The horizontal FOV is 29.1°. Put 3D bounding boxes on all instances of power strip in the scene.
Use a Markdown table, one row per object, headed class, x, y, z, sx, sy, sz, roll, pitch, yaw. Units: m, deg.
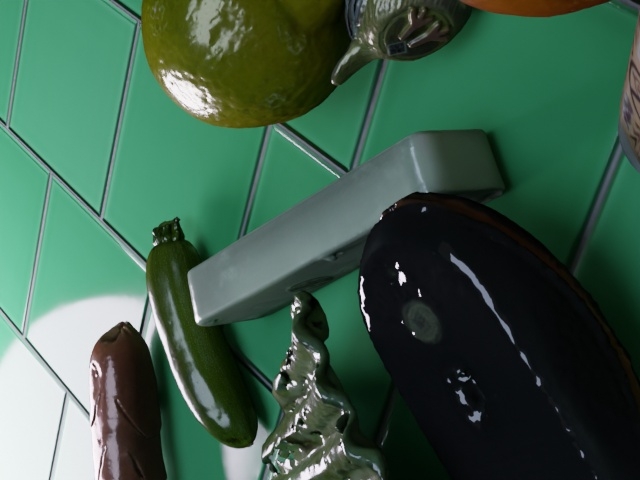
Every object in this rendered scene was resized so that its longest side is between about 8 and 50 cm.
| class | x | y | z | sx | sy | sz | roll | pitch | yaw |
| --- | --- | --- | --- | --- | --- | --- | --- | --- | --- |
| power strip | 0.000 | 0.000 | 1.087 | 0.385 | 0.091 | 0.062 | -29 | 72 | 48 |

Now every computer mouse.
| class | x | y | z | sx | sy | sz | roll | pitch | yaw |
| --- | --- | --- | --- | --- | --- | --- | --- | --- | --- |
| computer mouse | 0.149 | 0.104 | 0.904 | 0.323 | 0.116 | 0.183 | 60 | 148 | 3 |

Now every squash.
| class | x | y | z | sx | sy | sz | roll | pitch | yaw |
| --- | --- | --- | --- | --- | --- | --- | --- | --- | --- |
| squash | -0.130 | 0.099 | 1.277 | 0.069 | 0.069 | 0.258 | -40 | 66 | 45 |

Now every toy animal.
| class | x | y | z | sx | sy | sz | roll | pitch | yaw |
| --- | --- | --- | --- | --- | --- | --- | --- | --- | --- |
| toy animal | 0.056 | -0.188 | 0.983 | 0.137 | 0.098 | 0.098 | -32 | 71 | 28 |

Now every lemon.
| class | x | y | z | sx | sy | sz | roll | pitch | yaw |
| --- | --- | --- | --- | --- | --- | --- | --- | --- | --- |
| lemon | -0.068 | -0.186 | 1.069 | 0.248 | 0.184 | 0.184 | -6 | 92 | 56 |

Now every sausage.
| class | x | y | z | sx | sy | sz | roll | pitch | yaw |
| --- | --- | --- | --- | --- | --- | --- | --- | --- | --- |
| sausage | -0.207 | 0.307 | 1.389 | 0.088 | 0.088 | 0.433 | -6 | 92 | 50 |

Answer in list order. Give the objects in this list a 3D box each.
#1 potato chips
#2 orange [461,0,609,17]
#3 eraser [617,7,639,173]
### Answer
| class | x | y | z | sx | sy | sz | roll | pitch | yaw |
| --- | --- | --- | --- | --- | --- | --- | --- | --- | --- |
| potato chips | 0.033 | 0.258 | 1.053 | 0.373 | 0.097 | 0.389 | 50 | 149 | 33 |
| orange | 0.144 | -0.259 | 0.759 | 0.240 | 0.240 | 0.240 | 11 | 105 | 48 |
| eraser | 0.226 | -0.075 | 0.673 | 0.087 | 0.290 | 0.171 | -20 | 74 | 4 |
